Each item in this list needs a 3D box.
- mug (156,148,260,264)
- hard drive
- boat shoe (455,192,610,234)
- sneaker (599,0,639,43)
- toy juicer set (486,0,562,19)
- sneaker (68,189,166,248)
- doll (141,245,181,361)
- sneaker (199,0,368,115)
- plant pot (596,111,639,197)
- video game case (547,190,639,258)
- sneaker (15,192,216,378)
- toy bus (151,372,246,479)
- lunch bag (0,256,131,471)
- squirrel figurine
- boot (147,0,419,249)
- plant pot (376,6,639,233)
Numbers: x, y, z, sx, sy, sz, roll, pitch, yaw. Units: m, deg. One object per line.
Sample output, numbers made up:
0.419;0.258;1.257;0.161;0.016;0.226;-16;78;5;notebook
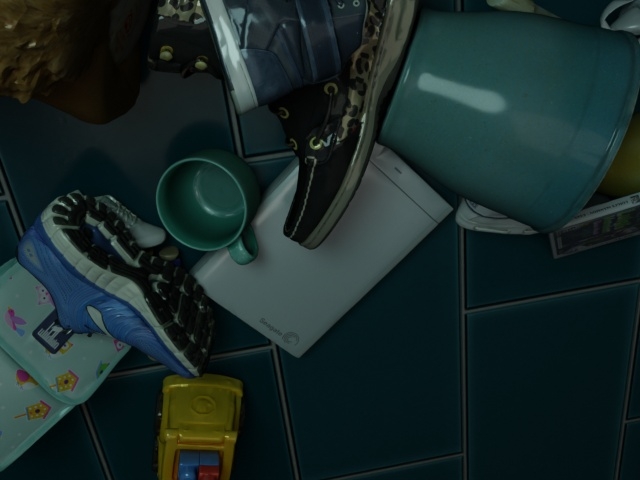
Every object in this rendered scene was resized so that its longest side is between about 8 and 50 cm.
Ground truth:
-0.150;-0.050;0.879;0.130;0.097;0.157;3;111;10;mug
0.000;0.000;0.968;0.233;0.047;0.353;39;104;-23;hard drive
0.332;-0.054;0.984;0.258;0.095;0.084;4;144;-16;boat shoe
0.555;-0.250;0.896;0.210;0.137;0.366;-39;110;10;sneaker
0.291;-0.397;0.764;0.209;0.089;0.328;-19;122;-32;toy juicer set
-0.296;-0.029;0.903;0.152;0.053;0.061;14;109;-14;sneaker
-0.257;0.102;0.974;0.129;0.046;0.188;0;112;-8;doll
-0.045;-0.260;0.627;0.164;0.086;0.226;-19;110;-3;sneaker
0.449;-0.120;0.951;0.095;0.134;0.134;-10;118;20;plant pot
0.436;-0.024;0.954;0.173;0.022;0.190;-19;159;17;video game case
-0.281;0.083;0.886;0.147;0.129;0.330;-28;117;26;sneaker
-0.199;0.360;1.016;0.150;0.211;0.220;5;115;-13;toy bus
-0.442;0.162;0.915;0.262;0.160;0.223;-39;111;-6;lunch bag
-0.372;-0.273;0.595;0.371;0.397;0.281;20;120;-6;squirrel figurine
-0.065;-0.188;0.768;0.284;0.138;0.377;14;116;-13;boot
0.218;-0.177;0.816;0.255;0.271;0.271;19;111;-1;plant pot
